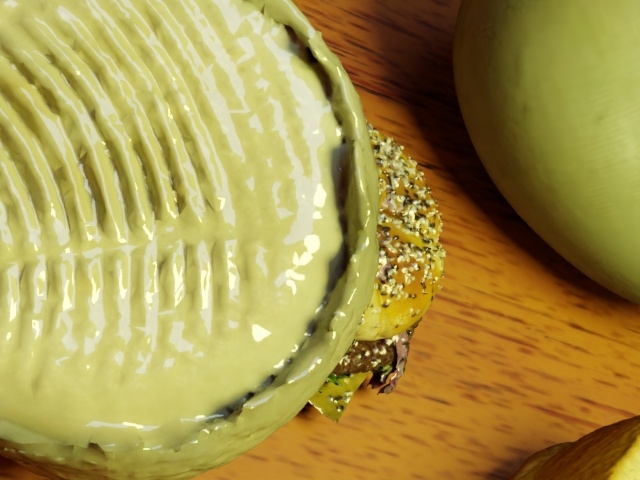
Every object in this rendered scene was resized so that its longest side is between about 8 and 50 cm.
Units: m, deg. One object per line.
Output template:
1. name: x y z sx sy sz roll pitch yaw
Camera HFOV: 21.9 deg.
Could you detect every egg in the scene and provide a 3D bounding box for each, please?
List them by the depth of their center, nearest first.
1. egg: 0.210 -0.083 1.049 0.218 0.218 0.295 -34 94 -45

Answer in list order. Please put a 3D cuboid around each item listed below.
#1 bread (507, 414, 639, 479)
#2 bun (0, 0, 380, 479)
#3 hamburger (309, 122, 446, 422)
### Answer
1. bread: 0.189 0.168 0.937 0.260 0.129 0.134 18 46 -30
2. bun: -0.095 -0.009 0.780 0.259 0.152 0.259 1 80 -8
3. hamburger: 0.001 0.004 0.917 0.164 0.093 0.189 33 49 -18
